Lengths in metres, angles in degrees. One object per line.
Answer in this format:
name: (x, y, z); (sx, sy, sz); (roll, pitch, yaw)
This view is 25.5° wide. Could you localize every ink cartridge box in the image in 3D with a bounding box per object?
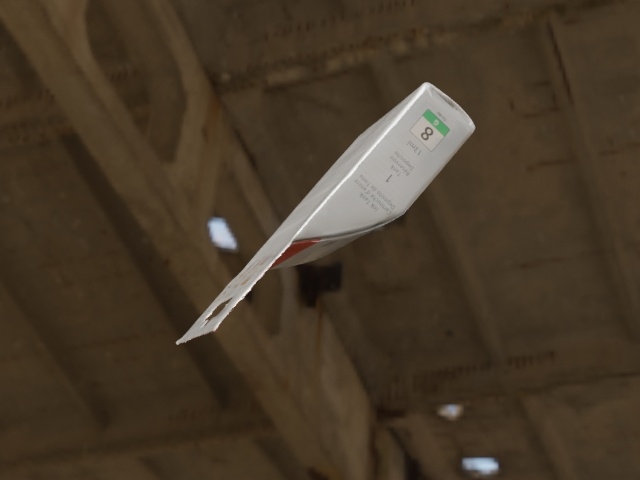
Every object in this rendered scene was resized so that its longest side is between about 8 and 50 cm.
ink cartridge box: (0.000, 0.000, 1.009); (0.056, 0.225, 0.181); (40, -14, -5)
